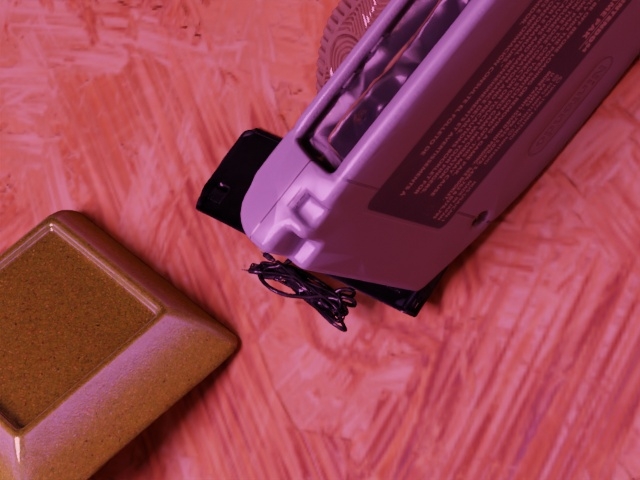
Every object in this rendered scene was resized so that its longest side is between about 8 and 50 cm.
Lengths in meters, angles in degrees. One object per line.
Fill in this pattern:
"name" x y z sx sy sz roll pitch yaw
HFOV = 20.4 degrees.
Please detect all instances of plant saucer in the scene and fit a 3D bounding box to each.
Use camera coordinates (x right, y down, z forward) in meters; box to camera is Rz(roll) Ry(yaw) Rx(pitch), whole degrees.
"plant saucer" -0.184 0.067 1.190 0.188 0.045 0.188 -41 55 -20

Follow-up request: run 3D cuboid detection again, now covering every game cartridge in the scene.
"game cartridge" 0.099 -0.100 1.001 0.062 0.198 0.297 45 105 23

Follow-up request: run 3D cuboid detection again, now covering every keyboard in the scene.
"keyboard" 0.000 0.000 1.157 0.192 0.038 0.100 26 73 35

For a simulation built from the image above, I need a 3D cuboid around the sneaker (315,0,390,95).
"sneaker" 0.101 -0.161 1.086 0.099 0.153 0.282 47 137 28
